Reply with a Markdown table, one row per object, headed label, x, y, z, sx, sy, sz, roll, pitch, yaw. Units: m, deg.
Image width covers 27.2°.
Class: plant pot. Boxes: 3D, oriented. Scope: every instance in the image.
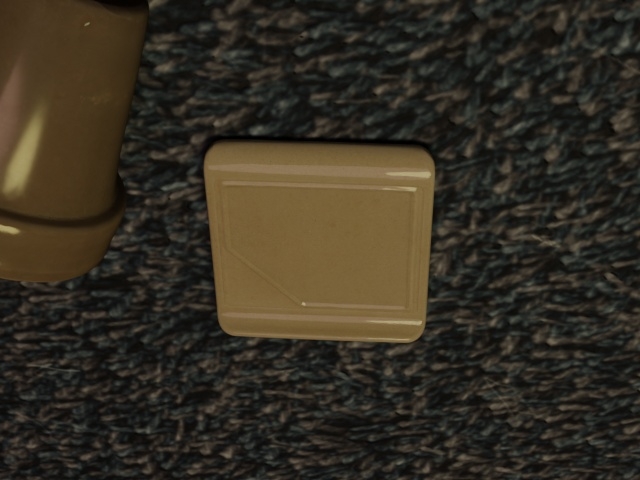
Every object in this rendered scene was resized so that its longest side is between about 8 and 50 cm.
| label | x | y | z | sx | sy | sz | roll | pitch | yaw |
| --- | --- | --- | --- | --- | --- | --- | --- | --- | --- |
| plant pot | -0.257 | -0.132 | 1.107 | 0.263 | 0.263 | 0.229 | 22 | 112 | -16 |

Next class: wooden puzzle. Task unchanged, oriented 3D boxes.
| label | x | y | z | sx | sy | sz | roll | pitch | yaw |
| --- | --- | --- | --- | --- | --- | --- | --- | --- | --- |
| wooden puzzle | 0.000 | 0.000 | 1.328 | 0.220 | 0.044 | 0.239 | 2 | 129 | 3 |
